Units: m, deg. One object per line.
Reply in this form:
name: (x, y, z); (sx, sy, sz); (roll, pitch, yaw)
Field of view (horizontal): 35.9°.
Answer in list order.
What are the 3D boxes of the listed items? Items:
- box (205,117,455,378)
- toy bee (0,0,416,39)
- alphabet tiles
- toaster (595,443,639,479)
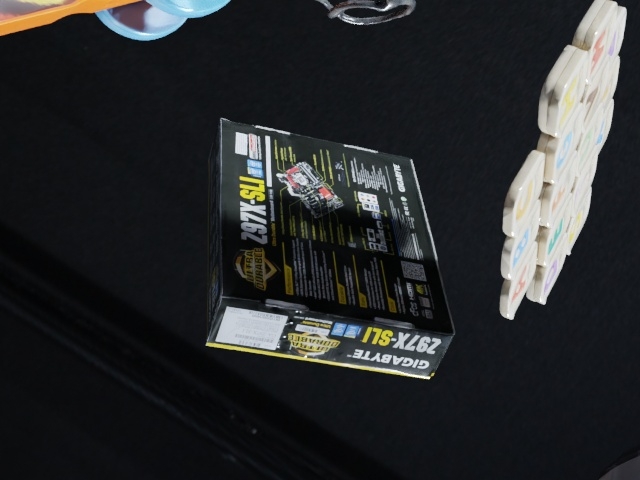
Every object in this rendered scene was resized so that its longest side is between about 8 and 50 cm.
box: (0.000, 0.000, 1.138); (0.257, 0.322, 0.079); (9, -51, -14)
toy bee: (-0.099, -0.205, 0.596); (0.195, 0.298, 0.162); (-5, -85, 39)
alphabet tiles: (0.231, -0.073, 0.915); (0.021, 0.278, 0.284); (20, -35, 24)
toaster: (0.186, 0.141, 0.378); (0.186, 0.110, 0.168); (16, -21, 5)
